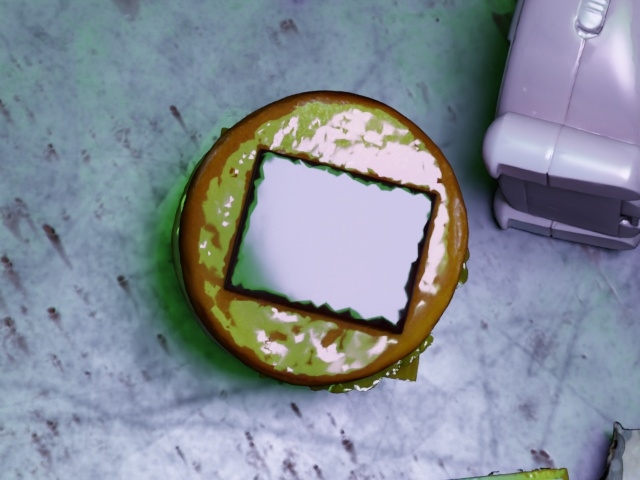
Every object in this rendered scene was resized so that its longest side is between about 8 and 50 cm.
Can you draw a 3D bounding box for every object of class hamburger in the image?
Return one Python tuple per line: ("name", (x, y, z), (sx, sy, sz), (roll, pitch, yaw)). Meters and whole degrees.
("hamburger", (0.000, 0.000, 1.564), (0.291, 0.225, 0.291), (0, 84, -4))

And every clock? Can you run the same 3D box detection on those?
("clock", (0.261, -0.178, 1.587), (0.184, 0.342, 0.325), (11, 80, 5))

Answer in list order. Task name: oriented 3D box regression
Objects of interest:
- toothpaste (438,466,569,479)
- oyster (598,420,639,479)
("toothpaste", (0.080, 0.270, 1.597), (0.313, 0.071, 0.089), (-4, 81, -9))
("oyster", (0.331, 0.291, 1.620), (0.214, 0.083, 0.223), (32, 50, -19))
